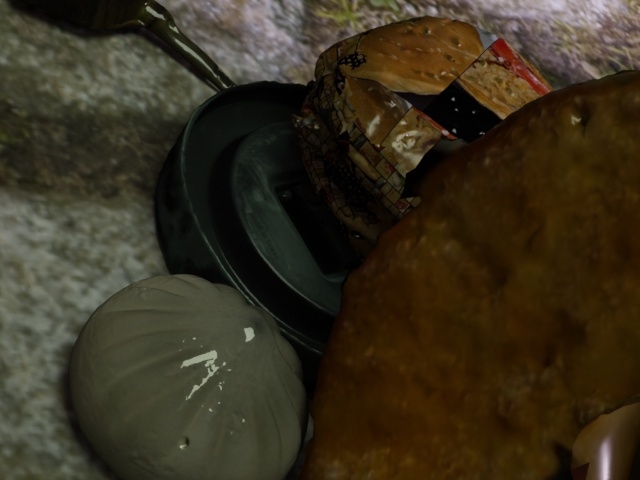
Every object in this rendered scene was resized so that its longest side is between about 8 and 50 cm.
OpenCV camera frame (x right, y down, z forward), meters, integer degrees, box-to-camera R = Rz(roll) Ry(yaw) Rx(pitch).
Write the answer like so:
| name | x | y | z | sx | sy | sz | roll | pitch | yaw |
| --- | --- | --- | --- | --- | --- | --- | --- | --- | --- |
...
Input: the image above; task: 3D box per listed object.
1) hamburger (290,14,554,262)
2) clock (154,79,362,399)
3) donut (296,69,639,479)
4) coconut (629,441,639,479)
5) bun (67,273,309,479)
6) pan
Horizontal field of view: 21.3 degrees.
| name | x | y | z | sx | sy | sz | roll | pitch | yaw |
| --- | --- | --- | --- | --- | --- | --- | --- | --- | --- |
| hamburger | 0.091 | -0.047 | 1.071 | 0.231 | 0.107 | 0.231 | 18 | 44 | -19 |
| clock | 0.000 | 0.000 | 1.065 | 0.226 | 0.049 | 0.226 | 25 | 42 | -24 |
| donut | 0.191 | 0.114 | 0.813 | 0.163 | 0.435 | 0.378 | 16 | 77 | -45 |
| coconut | 0.301 | 0.142 | 0.993 | 0.323 | 0.323 | 0.323 | 24 | 42 | -23 |
| bun | -0.058 | 0.072 | 0.910 | 0.138 | 0.094 | 0.138 | 25 | 43 | -26 |
| pan | -0.130 | -0.186 | 1.122 | 0.202 | 0.048 | 0.128 | 22 | 42 | -26 |
